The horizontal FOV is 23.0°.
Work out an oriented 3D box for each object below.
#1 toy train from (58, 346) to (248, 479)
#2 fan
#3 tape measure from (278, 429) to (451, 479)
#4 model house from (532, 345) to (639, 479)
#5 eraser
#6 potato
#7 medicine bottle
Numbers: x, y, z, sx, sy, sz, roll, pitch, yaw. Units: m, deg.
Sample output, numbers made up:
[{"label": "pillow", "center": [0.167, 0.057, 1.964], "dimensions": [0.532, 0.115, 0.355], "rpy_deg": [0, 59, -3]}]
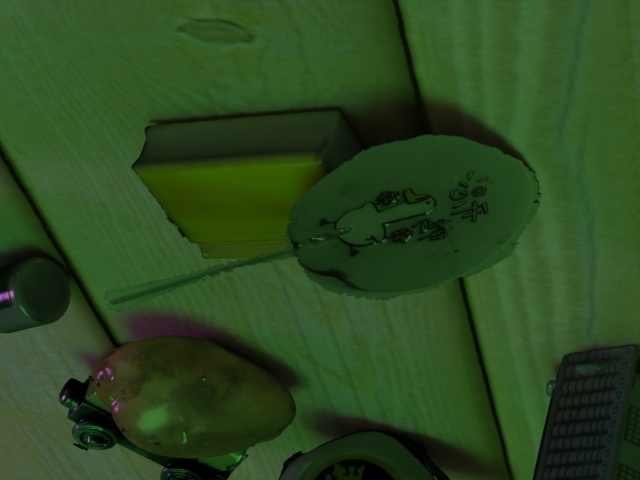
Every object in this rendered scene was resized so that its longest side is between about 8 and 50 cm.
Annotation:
[{"label": "toy train", "center": [-0.201, 0.228, 2.011], "dimensions": [0.253, 0.105, 0.157], "rpy_deg": [32, 133, -20]}, {"label": "fan", "center": [0.000, -0.001, 1.447], "dimensions": [0.415, 0.012, 0.233], "rpy_deg": [-13, 141, 1]}, {"label": "tape measure", "center": [0.066, 0.330, 1.941], "dimensions": [0.235, 0.207, 0.115], "rpy_deg": [-21, 155, -8]}, {"label": "model house", "center": [0.323, 0.258, 1.639], "dimensions": [0.215, 0.224, 0.198], "rpy_deg": [25, 149, -11]}, {"label": "eraser", "center": [-0.048, -0.047, 1.510], "dimensions": [0.226, 0.069, 0.158], "rpy_deg": [-2, 141, 31]}, {"label": "potato", "center": [-0.155, 0.195, 1.879], "dimensions": [0.235, 0.128, 0.161], "rpy_deg": [26, 129, -18]}, {"label": "medicine bottle", "center": [-0.362, 0.068, 1.849], "dimensions": [0.130, 0.080, 0.080], "rpy_deg": [-14, 136, 42]}]
